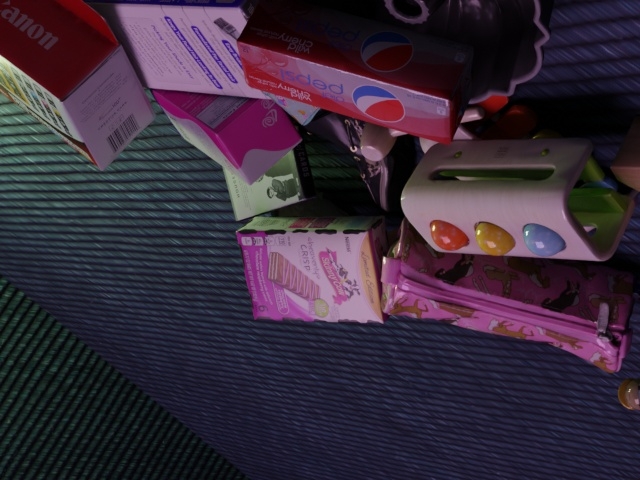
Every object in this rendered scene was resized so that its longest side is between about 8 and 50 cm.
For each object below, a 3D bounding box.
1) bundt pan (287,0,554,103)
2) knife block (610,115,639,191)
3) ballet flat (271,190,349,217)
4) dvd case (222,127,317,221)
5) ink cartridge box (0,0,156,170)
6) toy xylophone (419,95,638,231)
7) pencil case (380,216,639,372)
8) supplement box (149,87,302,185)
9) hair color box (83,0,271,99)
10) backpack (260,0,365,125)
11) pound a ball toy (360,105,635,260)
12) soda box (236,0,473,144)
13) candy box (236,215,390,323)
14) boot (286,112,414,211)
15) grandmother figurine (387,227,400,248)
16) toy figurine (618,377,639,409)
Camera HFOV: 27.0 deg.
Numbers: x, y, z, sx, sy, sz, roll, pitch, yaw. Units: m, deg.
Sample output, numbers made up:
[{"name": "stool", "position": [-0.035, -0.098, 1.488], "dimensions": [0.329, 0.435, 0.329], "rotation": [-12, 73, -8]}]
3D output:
[{"name": "bundt pan", "position": [0.118, -0.307, 1.507], "dimensions": [0.331, 0.124, 0.331], "rotation": [20, 154, 11]}, {"name": "knife block", "position": [0.505, -0.096, 1.548], "dimensions": [0.276, 0.088, 0.242], "rotation": [28, 157, 6]}, {"name": "ballet flat", "position": [0.000, 0.000, 2.343], "dimensions": [0.147, 0.147, 0.409], "rotation": [23, 159, 16]}, {"name": "dvd case", "position": [-0.093, -0.134, 2.121], "dimensions": [0.239, 0.030, 0.179], "rotation": [-14, 90, 60]}, {"name": "ink cartridge box", "position": [-0.427, -0.291, 2.005], "dimensions": [0.309, 0.130, 0.272], "rotation": [36, 164, 23]}, {"name": "toy xylophone", "position": [0.262, -0.096, 1.845], "dimensions": [0.323, 0.081, 0.236], "rotation": [36, 157, -14]}, {"name": "pencil case", "position": [0.276, 0.079, 1.989], "dimensions": [0.386, 0.160, 0.167], "rotation": [15, 154, 1]}, {"name": "supplement box", "position": [-0.144, -0.189, 2.006], "dimensions": [0.220, 0.114, 0.111], "rotation": [38, 165, 49]}, {"name": "hair color box", "position": [-0.166, -0.304, 1.899], "dimensions": [0.339, 0.110, 0.185], "rotation": [12, 150, 40]}, {"name": "backpack", "position": [0.002, -0.247, 1.708], "dimensions": [0.144, 0.188, 0.166], "rotation": [34, 158, -9]}, {"name": "pound a ball toy", "position": [0.203, -0.065, 1.697], "dimensions": [0.319, 0.135, 0.208], "rotation": [3, 145, 48]}, {"name": "soda box", "position": [0.041, -0.200, 1.540], "dimensions": [0.263, 0.083, 0.092], "rotation": [17, 152, 16]}, {"name": "candy box", "position": [-0.005, 0.045, 2.105], "dimensions": [0.233, 0.071, 0.159], "rotation": [-1, 112, 26]}, {"name": "boot", "position": [0.042, -0.153, 1.995], "dimensions": [0.179, 0.085, 0.236], "rotation": [23, 152, 23]}, {"name": "grandmother figurine", "position": [0.075, 0.041, 2.178], "dimensions": [0.342, 0.104, 0.207], "rotation": [-15, 117, 27]}, {"name": "toy figurine", "position": [0.574, 0.218, 1.968], "dimensions": [0.209, 0.213, 0.148], "rotation": [36, 173, -7]}]
